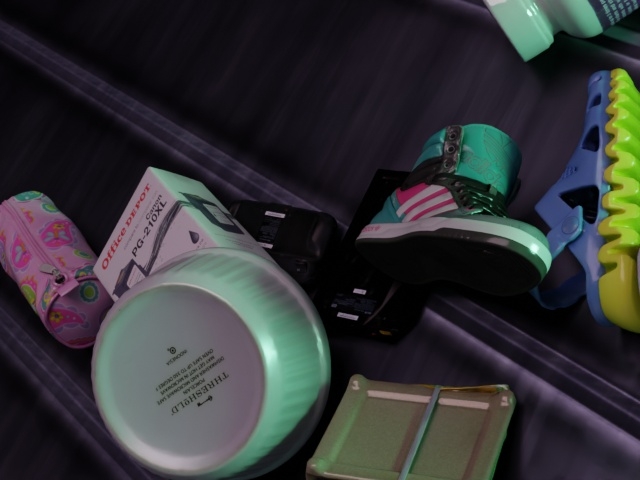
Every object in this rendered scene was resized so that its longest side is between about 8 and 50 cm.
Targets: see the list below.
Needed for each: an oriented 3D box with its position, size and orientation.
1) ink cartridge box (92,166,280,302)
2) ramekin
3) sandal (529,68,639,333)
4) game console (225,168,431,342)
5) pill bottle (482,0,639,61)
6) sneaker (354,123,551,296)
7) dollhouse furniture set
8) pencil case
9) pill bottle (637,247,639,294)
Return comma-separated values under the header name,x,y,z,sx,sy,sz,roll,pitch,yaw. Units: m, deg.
name,x,y,z,sx,sy,sz,roll,pitch,yaw
ink cartridge box,-0.173,0.041,1.531,0.237,0.100,0.172,45,110,43
ramekin,-0.133,0.145,1.349,0.272,0.127,0.273,1,93,20
sandal,0.287,-0.046,1.277,0.138,0.126,0.317,-12,52,35
game console,0.000,0.000,1.513,0.361,0.044,0.213,11,65,41
pill bottle,0.333,-0.347,1.422,0.301,0.169,0.169,-34,45,12
sneaker,0.170,-0.040,1.281,0.178,0.124,0.295,-56,25,-16
dollhouse furniture set,0.078,0.292,1.225,0.197,0.151,0.301,3,37,24
pencil case,-0.383,0.035,1.717,0.124,0.124,0.284,-46,43,0
pill bottle,0.413,0.035,1.119,0.208,0.119,0.119,-14,52,28
